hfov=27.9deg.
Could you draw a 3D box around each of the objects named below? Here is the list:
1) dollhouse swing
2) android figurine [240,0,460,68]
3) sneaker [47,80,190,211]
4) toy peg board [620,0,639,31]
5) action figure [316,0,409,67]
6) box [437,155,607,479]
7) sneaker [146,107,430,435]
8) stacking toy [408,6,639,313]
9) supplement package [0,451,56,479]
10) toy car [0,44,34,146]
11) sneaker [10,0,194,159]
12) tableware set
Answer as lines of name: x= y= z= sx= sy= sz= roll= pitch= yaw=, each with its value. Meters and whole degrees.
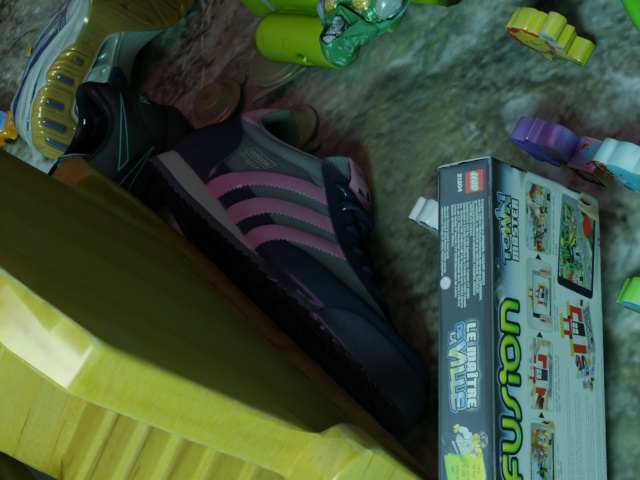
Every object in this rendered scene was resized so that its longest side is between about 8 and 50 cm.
dollhouse swing: x=-0.156 y=0.119 z=0.755 sx=0.347 sy=0.305 sz=0.315 roll=41 pitch=111 yaw=42
android figurine: x=0.021 y=-0.257 z=1.066 sx=0.273 sy=0.056 sz=0.248 roll=13 pitch=73 yaw=42
sneaker: x=-0.199 y=-0.011 z=1.104 sx=0.101 sy=0.106 sz=0.267 roll=-7 pitch=62 yaw=41
toy peg board: x=0.255 y=-0.209 z=0.814 sx=0.161 sy=0.079 sz=0.160 roll=-1 pitch=49 yaw=43
action figure: x=0.047 y=-0.229 z=0.953 sx=0.137 sy=0.063 sz=0.232 roll=-1 pitch=63 yaw=43
box: x=0.111 y=0.067 z=0.700 sx=0.036 sy=0.114 sz=0.207 roll=-10 pitch=72 yaw=41
sneaker: x=0.000 y=0.000 z=0.905 sx=0.131 sy=0.112 sz=0.319 roll=-32 pitch=50 yaw=-15
stacking toy: x=0.170 y=-0.055 z=0.804 sx=0.221 sy=0.052 sz=0.167 roll=22 pitch=82 yaw=49
supplement package: x=-0.294 y=0.271 z=0.942 sx=0.198 sy=0.199 sz=0.263 roll=-53 pitch=40 yaw=5
toy car: x=-0.336 y=-0.155 z=1.383 sx=0.060 sy=0.040 sz=0.122 roll=2 pitch=67 yaw=46
sneaker: x=-0.214 y=-0.222 z=1.252 sx=0.296 sy=0.112 sz=0.131 roll=-58 pitch=35 yaw=-5
tableware set: x=-0.063 y=-0.105 z=1.090 sx=0.141 sy=0.020 sz=0.168 roll=-23 pitch=46 yaw=26
